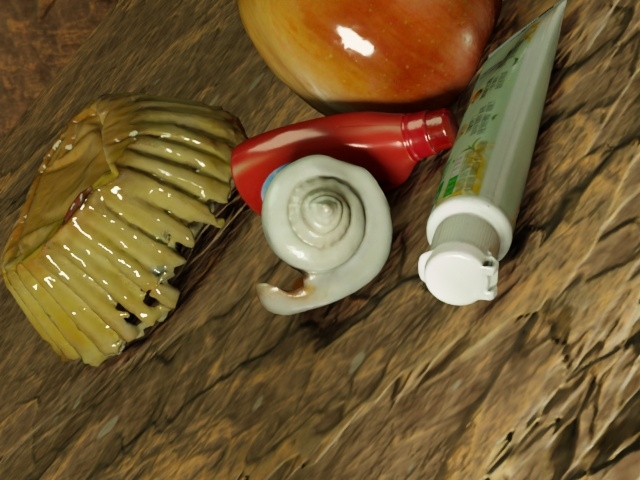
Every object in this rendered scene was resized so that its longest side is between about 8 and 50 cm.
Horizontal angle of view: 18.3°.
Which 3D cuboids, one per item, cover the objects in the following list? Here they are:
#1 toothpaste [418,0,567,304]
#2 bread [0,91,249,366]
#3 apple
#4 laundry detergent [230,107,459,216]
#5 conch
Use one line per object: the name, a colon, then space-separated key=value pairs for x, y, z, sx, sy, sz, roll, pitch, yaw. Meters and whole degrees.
toothpaste: x=0.110 y=-0.065 z=1.266 sx=0.314 sy=0.058 sz=0.056 roll=-68 pitch=-21 yaw=-53
bread: x=-0.182 y=-0.026 z=1.797 sx=0.274 sy=0.149 sz=0.274 roll=-39 pitch=24 yaw=22
apple: x=0.032 y=-0.174 z=1.474 sx=0.199 sy=0.199 sz=0.199 roll=-46 pitch=17 yaw=19
laundry detergent: x=0.024 y=-0.057 z=1.423 sx=0.165 sy=0.097 sz=0.049 roll=-13 pitch=59 yaw=24
conch: x=-0.011 y=0.001 z=1.379 sx=0.176 sy=0.094 sz=0.104 roll=156 pitch=110 yaw=-66
